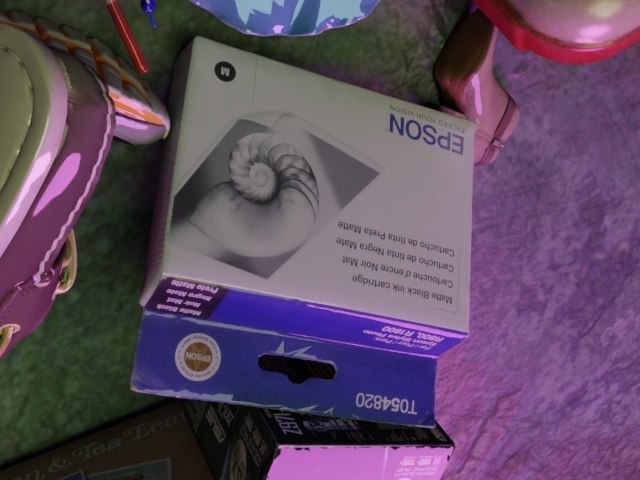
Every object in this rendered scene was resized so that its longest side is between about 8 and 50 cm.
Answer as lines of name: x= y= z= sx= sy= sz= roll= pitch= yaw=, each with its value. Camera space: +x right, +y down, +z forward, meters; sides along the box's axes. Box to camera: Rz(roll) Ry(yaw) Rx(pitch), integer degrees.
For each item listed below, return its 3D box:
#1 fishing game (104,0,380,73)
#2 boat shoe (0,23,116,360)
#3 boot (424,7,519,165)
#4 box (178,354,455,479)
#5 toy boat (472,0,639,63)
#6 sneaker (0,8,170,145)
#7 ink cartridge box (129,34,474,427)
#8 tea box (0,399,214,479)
fishing game: x=-0.024 y=-0.218 z=0.503 sx=0.264 sy=0.041 sz=0.189 roll=-26 pitch=111 yaw=-5
boat shoe: x=-0.196 y=0.013 z=0.456 sx=0.097 sy=0.116 sz=0.324 roll=3 pitch=143 yaw=-48
boot: x=0.128 y=-0.116 z=0.662 sx=0.087 sy=0.042 sz=0.118 roll=15 pitch=110 yaw=-41
box: x=-0.014 y=0.123 z=0.624 sx=0.147 sy=0.180 sz=0.077 roll=9 pitch=114 yaw=-33
toy boat: x=0.213 y=-0.201 z=0.614 sx=0.231 sy=0.151 sz=0.151 roll=-30 pitch=157 yaw=-10
sneaker: x=-0.192 y=-0.087 z=0.477 sx=0.215 sy=0.084 sz=0.083 roll=13 pitch=113 yaw=-24
ink cartridge box: x=0.000 y=0.000 z=0.551 sx=0.223 sy=0.045 sz=0.224 roll=12 pitch=73 yaw=-24
tea box: x=-0.173 y=0.345 z=0.639 sx=0.329 sy=0.220 sz=0.323 roll=-20 pitch=124 yaw=-17
